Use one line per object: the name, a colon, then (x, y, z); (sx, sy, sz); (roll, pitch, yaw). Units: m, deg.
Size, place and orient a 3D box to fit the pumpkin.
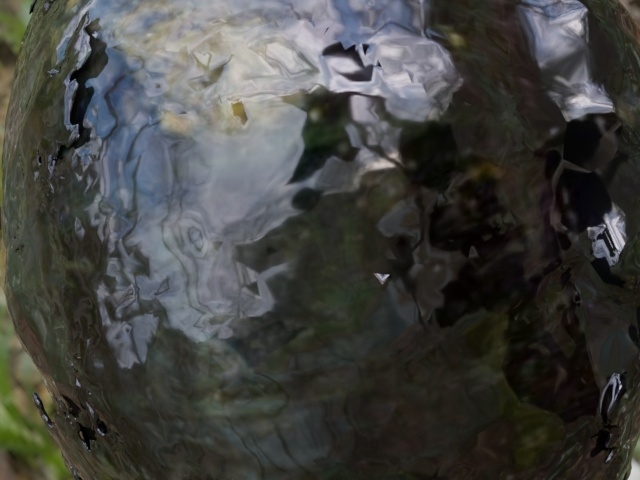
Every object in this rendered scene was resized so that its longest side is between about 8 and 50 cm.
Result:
pumpkin: (0.000, 0.000, 1.065); (0.344, 0.454, 0.454); (-5, 14, -6)
